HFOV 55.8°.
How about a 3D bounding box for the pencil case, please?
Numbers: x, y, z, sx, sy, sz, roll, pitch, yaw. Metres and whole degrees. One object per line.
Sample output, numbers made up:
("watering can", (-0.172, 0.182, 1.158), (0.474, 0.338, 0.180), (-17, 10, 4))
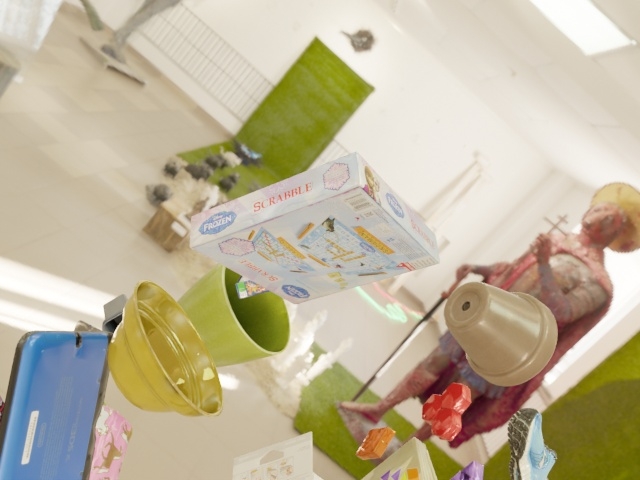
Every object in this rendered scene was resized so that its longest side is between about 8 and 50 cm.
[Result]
("pencil case", (-0.523, 0.524, 1.225), (0.160, 0.167, 0.386), (46, 29, -25))

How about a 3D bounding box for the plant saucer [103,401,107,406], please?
("plant saucer", (-0.658, 0.449, 1.620), (0.241, 0.037, 0.241), (38, 9, -7))

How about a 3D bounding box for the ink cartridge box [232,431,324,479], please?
("ink cartridge box", (-0.129, 0.722, 1.741), (0.066, 0.296, 0.261), (50, 25, -35))

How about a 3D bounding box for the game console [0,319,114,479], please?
("game console", (-0.441, 0.277, 0.950), (0.173, 0.293, 0.250), (6, -6, 24))

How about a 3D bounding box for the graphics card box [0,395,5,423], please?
("graphics card box", (-0.608, 0.355, 0.981), (0.371, 0.094, 0.233), (63, 18, -3))

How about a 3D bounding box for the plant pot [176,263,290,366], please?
("plant pot", (-0.275, 0.214, 1.550), (0.275, 0.293, 0.275), (50, 24, -32))

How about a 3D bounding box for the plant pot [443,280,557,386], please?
("plant pot", (0.457, 0.223, 1.613), (0.229, 0.263, 0.263), (36, 14, -29))

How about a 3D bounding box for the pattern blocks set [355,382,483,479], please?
("pattern blocks set", (0.092, 0.363, 0.811), (0.026, 0.325, 0.285), (37, 30, -17))

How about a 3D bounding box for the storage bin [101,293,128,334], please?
("storage bin", (-0.440, 0.194, 1.362), (0.091, 0.098, 0.135), (46, -17, 51))

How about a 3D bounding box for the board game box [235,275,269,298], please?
("board game box", (-0.110, 0.077, 1.359), (0.201, 0.136, 0.035), (-89, 166, -82))

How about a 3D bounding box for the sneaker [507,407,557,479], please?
("sneaker", (0.368, 0.358, 1.042), (0.073, 0.162, 0.063), (-7, 20, -8))

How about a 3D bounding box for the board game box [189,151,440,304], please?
("board game box", (0.000, 0.000, 1.046), (0.319, 0.318, 0.066), (38, 41, -51))

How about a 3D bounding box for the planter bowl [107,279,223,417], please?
("planter bowl", (-0.231, 0.170, 0.845), (0.217, 0.090, 0.217), (59, 2, -4))
